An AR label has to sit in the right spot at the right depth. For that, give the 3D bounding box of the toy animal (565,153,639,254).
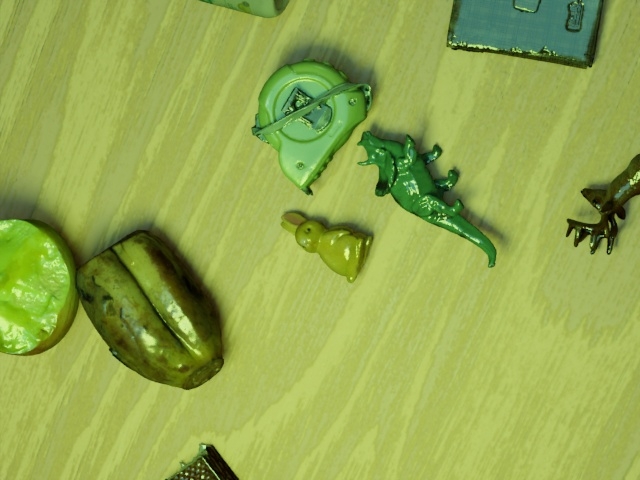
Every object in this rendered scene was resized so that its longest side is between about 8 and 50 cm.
[{"bbox_3d":[0.514,-0.085,1.795,0.243,0.087,0.260,14,96,14],"label":"toy animal"}]

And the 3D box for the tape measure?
[{"bbox_3d":[-0.018,-0.202,1.902,0.175,0.106,0.200,41,102,3],"label":"tape measure"}]

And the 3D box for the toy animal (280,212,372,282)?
[{"bbox_3d":[-0.002,0.003,1.944,0.159,0.070,0.083,24,103,15],"label":"toy animal"}]

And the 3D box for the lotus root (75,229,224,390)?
[{"bbox_3d":[-0.281,0.123,1.969,0.193,0.193,0.291,-39,86,15],"label":"lotus root"}]

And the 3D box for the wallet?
[{"bbox_3d":[0.317,-0.343,1.837,0.230,0.042,0.124,11,102,13],"label":"wallet"}]

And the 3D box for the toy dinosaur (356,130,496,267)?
[{"bbox_3d":[0.182,-0.083,1.883,0.292,0.079,0.120,32,108,11],"label":"toy dinosaur"}]

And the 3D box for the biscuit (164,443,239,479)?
[{"bbox_3d":[-0.164,0.474,2.032,0.106,0.070,0.252,-38,86,14],"label":"biscuit"}]

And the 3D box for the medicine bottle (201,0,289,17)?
[{"bbox_3d":[-0.155,-0.444,1.895,0.215,0.135,0.135,16,100,12],"label":"medicine bottle"}]

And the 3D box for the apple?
[{"bbox_3d":[-0.527,0.072,1.990,0.246,0.246,0.226,8,88,13],"label":"apple"}]
